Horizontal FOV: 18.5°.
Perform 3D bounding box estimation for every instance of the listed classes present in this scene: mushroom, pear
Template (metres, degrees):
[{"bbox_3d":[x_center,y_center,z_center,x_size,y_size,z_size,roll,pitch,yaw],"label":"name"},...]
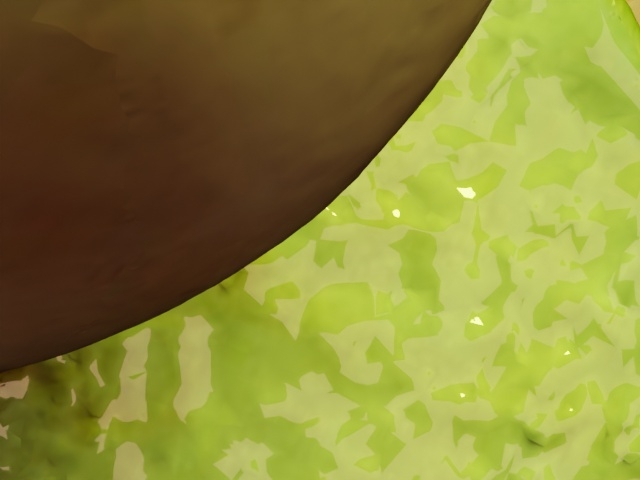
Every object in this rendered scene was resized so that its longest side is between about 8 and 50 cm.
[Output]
[{"bbox_3d":[-0.115,-0.149,0.420,0.362,0.294,0.362,6,115,13],"label":"mushroom"},{"bbox_3d":[-0.001,0.003,0.586,0.239,0.139,0.288,23,92,6],"label":"pear"}]
